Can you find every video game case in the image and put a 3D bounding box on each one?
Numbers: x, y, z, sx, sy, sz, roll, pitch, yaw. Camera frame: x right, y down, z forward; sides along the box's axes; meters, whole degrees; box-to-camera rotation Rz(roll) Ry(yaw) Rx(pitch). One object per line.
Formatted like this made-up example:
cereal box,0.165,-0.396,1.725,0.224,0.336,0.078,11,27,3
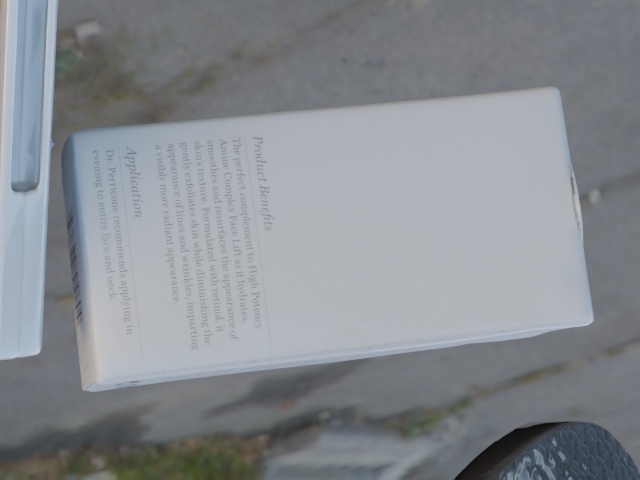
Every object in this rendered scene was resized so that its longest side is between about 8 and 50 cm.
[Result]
video game case,-0.166,-0.115,0.720,0.025,0.285,0.204,-5,-159,-32

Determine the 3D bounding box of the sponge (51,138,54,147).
sponge,-0.301,-0.081,1.378,0.117,0.031,0.210,-59,161,-12

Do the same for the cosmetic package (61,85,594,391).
cosmetic package,0.000,0.000,0.757,0.231,0.117,0.085,-5,174,-12

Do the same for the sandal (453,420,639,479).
sandal,0.041,0.142,0.593,0.054,0.097,0.254,-6,-162,46
